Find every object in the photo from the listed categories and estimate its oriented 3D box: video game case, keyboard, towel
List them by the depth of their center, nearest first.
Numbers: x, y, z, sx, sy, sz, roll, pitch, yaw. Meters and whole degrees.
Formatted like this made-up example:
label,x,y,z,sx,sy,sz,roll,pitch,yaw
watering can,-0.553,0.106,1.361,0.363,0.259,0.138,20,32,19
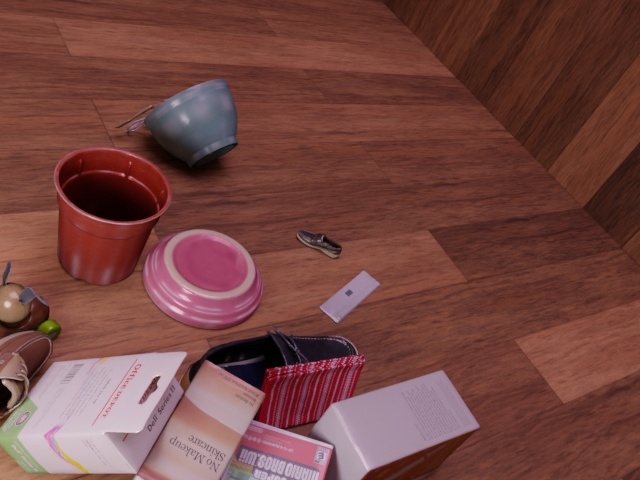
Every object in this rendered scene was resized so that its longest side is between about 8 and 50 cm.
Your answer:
label,x,y,z,sx,sy,sz,roll,pitch,yaw
video game case,-0.109,0.521,1.326,0.204,0.025,0.285,15,50,8
towel,-0.030,0.366,1.535,0.275,0.199,0.031,-3,34,-32
keyboard,0.093,0.166,1.972,0.072,0.014,0.256,36,39,17

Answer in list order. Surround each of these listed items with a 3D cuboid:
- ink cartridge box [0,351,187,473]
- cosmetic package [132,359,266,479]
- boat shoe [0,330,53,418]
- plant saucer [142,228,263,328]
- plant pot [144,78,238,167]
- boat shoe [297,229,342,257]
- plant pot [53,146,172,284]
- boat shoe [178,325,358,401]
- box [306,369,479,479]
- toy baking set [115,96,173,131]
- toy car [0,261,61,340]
label,x,y,z,sx,sy,sz,roll,pitch,yaw
ink cartridge box,-0.411,0.330,1.249,0.353,0.119,0.207,-9,32,25
cosmetic package,-0.250,0.409,1.310,0.153,0.129,0.296,29,69,-3
boat shoe,-0.627,0.290,1.275,0.116,0.123,0.324,5,28,17
plant saucer,-0.308,0.085,1.767,0.332,0.084,0.332,16,40,-14
plant pot,-0.383,-0.354,2.077,0.293,0.293,0.196,-30,93,-47
boat shoe,0.000,0.000,2.065,0.152,0.049,0.056,26,39,-3
plant pot,-0.538,-0.046,1.630,0.272,0.265,0.272,17,40,-15
boat shoe,-0.098,0.309,1.591,0.500,0.156,0.187,-4,47,-35
box,0.160,0.462,1.524,0.345,0.215,0.168,-7,51,-35
toy baking set,-0.526,-0.407,2.101,0.256,0.197,0.030,-31,94,-49
toy car,-0.659,0.133,1.424,0.155,0.188,0.149,41,41,15
